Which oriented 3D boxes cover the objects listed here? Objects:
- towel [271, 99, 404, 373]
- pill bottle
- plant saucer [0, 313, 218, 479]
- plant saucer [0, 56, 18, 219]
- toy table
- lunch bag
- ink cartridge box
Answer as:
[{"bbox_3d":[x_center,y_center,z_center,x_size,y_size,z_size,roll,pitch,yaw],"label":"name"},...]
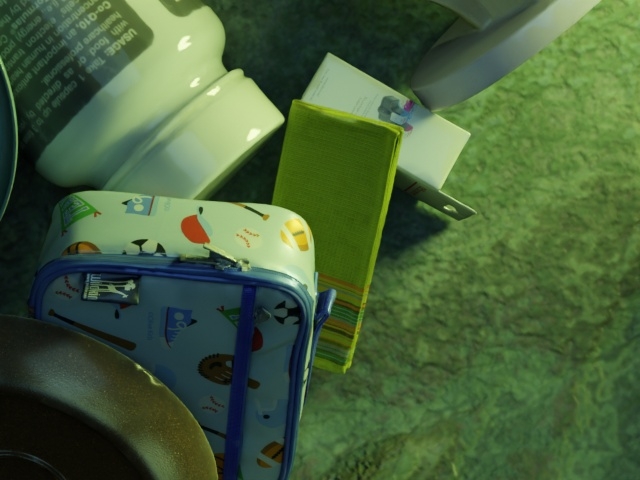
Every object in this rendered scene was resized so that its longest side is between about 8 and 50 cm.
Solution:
[{"bbox_3d":[0.000,0.000,1.626,0.102,0.021,0.237,14,114,4],"label":"towel"},{"bbox_3d":[-0.213,-0.177,1.587,0.204,0.204,0.361,-42,90,-6],"label":"pill bottle"},{"bbox_3d":[-0.239,0.188,1.533,0.310,0.311,0.050,19,42,-3],"label":"plant saucer"},{"bbox_3d":[-0.385,-0.107,1.536,0.317,0.044,0.318,6,109,17],"label":"plant saucer"},{"bbox_3d":[0.150,-0.260,1.621,0.274,0.252,0.161,-45,108,-15],"label":"toy table"},{"bbox_3d":[-0.116,0.092,1.542,0.243,0.303,0.115,7,44,-2],"label":"lunch bag"},{"bbox_3d":[0.066,-0.089,1.654,0.181,0.104,0.062,30,85,-3],"label":"ink cartridge box"}]
